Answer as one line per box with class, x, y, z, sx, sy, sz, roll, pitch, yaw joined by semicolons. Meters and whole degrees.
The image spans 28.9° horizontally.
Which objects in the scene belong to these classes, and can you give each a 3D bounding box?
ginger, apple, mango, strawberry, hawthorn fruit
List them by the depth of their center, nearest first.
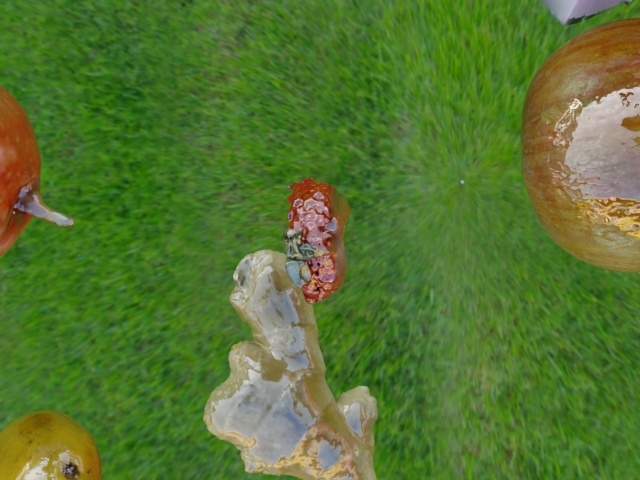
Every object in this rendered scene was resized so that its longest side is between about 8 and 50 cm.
mango;-0.165;0.140;0.729;0.060;0.114;0.080;20;82;-25
hawthorn fruit;-0.299;-0.049;0.967;0.226;0.196;0.196;17;95;-3
apple;0.268;-0.079;1.023;0.188;0.211;0.211;-5;92;29
strawberry;0.003;-0.001;1.028;0.048;0.152;0.103;-3;92;14
ginger;-0.011;0.175;1.130;0.148;0.081;0.333;-38;105;-32

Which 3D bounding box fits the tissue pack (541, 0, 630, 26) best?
tissue pack;0.198;-0.329;1.076;0.093;0.148;0.246;-21;64;-30
